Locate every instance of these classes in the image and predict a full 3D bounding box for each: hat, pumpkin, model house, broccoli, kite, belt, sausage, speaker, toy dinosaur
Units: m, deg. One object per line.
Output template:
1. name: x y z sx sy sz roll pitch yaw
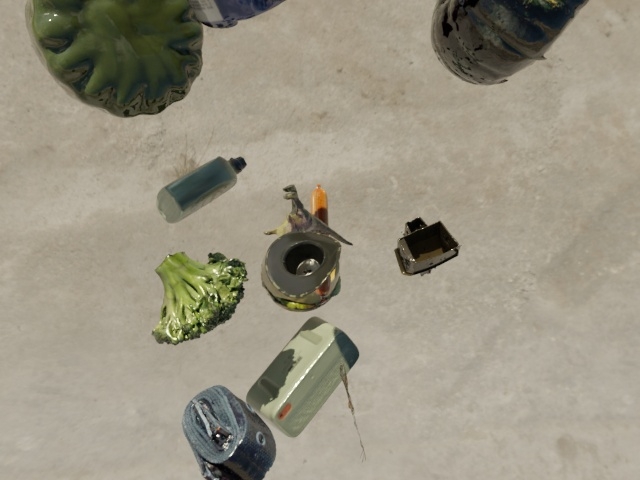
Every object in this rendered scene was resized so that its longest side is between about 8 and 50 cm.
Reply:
1. hat: -0.020 0.038 0.661 0.121 0.050 0.121 -11 45 11
2. pumpkin: 0.306 -0.442 0.852 0.296 0.296 0.295 4 75 -15
3. model house: 0.402 0.046 1.875 0.211 0.243 0.204 -23 58 -6
4. broccoli: -0.354 0.139 1.316 0.245 0.248 0.288 56 44 -11
5. kite: 0.076 0.408 1.138 0.016 0.127 0.229 -11 69 -4
6. belt: -0.177 0.340 0.855 0.122 0.218 0.128 -46 116 -16
7. sausage: 0.000 0.000 1.391 0.053 0.053 0.347 2 75 -16
8. speaker: -0.055 0.474 1.671 0.406 0.184 0.183 -48 119 -20
9. toy dinosaur: -0.038 -0.036 1.143 0.251 0.072 0.199 -31 113 -47

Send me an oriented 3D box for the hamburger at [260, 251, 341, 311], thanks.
1. hamburger: -0.071 0.110 1.693 0.302 0.170 0.302 6 55 -9

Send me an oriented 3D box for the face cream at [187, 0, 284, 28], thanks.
1. face cream: -0.146 -0.521 0.799 0.249 0.225 0.249 -12 46 13

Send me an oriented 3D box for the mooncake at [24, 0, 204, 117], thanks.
1. mooncake: -0.438 -0.452 1.038 0.356 0.194 0.356 -14 113 -36

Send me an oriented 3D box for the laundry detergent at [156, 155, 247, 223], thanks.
1. laundry detergent: -0.346 -0.168 1.427 0.280 0.215 0.105 -40 97 -31
